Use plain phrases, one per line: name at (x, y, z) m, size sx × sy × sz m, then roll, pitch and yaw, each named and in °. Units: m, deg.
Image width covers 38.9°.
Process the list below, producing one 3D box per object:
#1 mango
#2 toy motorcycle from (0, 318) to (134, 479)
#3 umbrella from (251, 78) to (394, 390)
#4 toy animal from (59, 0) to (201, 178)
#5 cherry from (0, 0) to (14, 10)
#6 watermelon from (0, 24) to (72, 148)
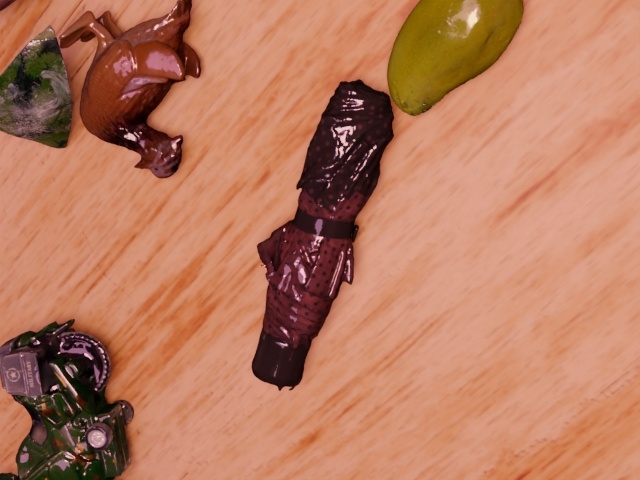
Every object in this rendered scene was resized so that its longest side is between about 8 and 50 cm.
mango at (0.122, -0.187, 0.844) m, size 0.091 × 0.074 × 0.165 m, roll 38°, pitch 110°, yaw 4°
toy motorcycle at (-0.315, 0.229, 1.054) m, size 0.187 × 0.125 × 0.275 m, roll -5°, pitch 98°, yaw 9°
umbrella at (0.000, 0.000, 0.915) m, size 0.090 × 0.094 × 0.326 m, roll 30°, pitch 110°, yaw 38°
toy animal at (-0.175, -0.168, 0.941) m, size 0.188 × 0.089 × 0.179 m, roll -37°, pitch 94°, yaw 21°
cherry at (-0.357, -0.335, 0.887) m, size 0.239 × 0.206 × 0.239 m, roll 10°, pitch 123°, yaw 16°
watermelon at (-0.305, -0.161, 0.948) m, size 0.155 × 0.101 × 0.080 m, roll -33°, pitch 66°, yaw 56°
